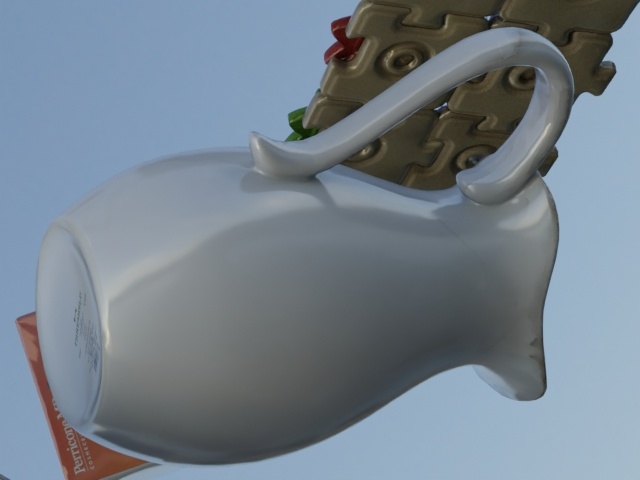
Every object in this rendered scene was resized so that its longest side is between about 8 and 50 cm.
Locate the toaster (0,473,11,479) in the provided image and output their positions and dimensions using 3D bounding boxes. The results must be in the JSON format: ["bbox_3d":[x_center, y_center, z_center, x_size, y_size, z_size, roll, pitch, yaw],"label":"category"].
[{"bbox_3d":[-0.167,0.149,0.634,0.110,0.186,0.168,-45,-31,-37],"label":"toaster"}]

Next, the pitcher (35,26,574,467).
[{"bbox_3d":[0.000,0.000,0.716,0.207,0.125,0.177,-6,-57,-26],"label":"pitcher"}]

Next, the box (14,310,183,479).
[{"bbox_3d":[-0.107,0.092,1.262,0.170,0.130,0.091,-20,-12,-1],"label":"box"}]

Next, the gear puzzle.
[{"bbox_3d":[0.070,-0.087,1.079,0.175,0.044,0.339,4,-38,-20],"label":"gear puzzle"}]
